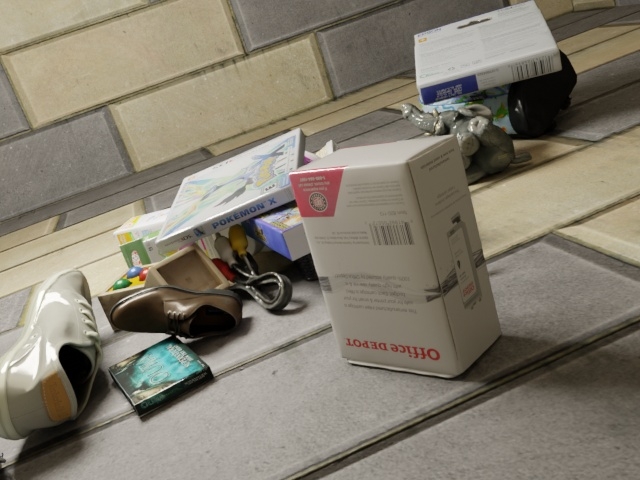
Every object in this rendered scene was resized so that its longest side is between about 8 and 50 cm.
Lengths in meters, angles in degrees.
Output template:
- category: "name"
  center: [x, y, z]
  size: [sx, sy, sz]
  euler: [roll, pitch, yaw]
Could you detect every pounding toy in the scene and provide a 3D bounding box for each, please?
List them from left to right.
- category: "pounding toy"
  center: [-0.323, 0.083, 1.485]
  size: [0.181, 0.094, 0.206]
  euler: [-12, 20, 19]
- category: "pounding toy"
  center: [-0.259, 0.077, 1.372]
  size: [0.130, 0.141, 0.100]
  euler: [-32, -16, -35]

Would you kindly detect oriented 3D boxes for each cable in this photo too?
- category: "cable"
  center: [-0.150, 0.069, 1.352]
  size: [0.139, 0.072, 0.287]
  euler: [-58, 31, 8]

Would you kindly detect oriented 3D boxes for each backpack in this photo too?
- category: "backpack"
  center: [0.433, -0.381, 1.886]
  size: [0.356, 0.273, 0.290]
  euler: [-15, 29, 54]

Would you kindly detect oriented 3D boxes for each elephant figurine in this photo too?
- category: "elephant figurine"
  center: [0.323, -0.247, 1.636]
  size: [0.169, 0.186, 0.239]
  euler: [-37, 35, 10]

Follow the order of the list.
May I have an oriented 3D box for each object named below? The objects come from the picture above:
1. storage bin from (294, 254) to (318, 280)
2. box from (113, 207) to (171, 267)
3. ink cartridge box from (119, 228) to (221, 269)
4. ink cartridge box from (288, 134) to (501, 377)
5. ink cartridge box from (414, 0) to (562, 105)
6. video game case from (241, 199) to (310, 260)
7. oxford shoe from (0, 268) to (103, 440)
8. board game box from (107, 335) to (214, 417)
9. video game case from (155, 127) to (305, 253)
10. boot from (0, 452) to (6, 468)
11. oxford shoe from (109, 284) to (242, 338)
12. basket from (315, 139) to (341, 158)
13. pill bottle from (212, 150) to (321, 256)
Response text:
- category: "storage bin"
  center: [0.000, 0.000, 1.422]
  size: [0.122, 0.084, 0.180]
  euler: [-21, 19, -6]
- category: "box"
  center: [-0.388, -0.009, 1.783]
  size: [0.203, 0.114, 0.103]
  euler: [-11, 21, 18]
- category: "ink cartridge box"
  center: [-0.340, 0.027, 1.641]
  size: [0.209, 0.108, 0.062]
  euler: [-22, 17, -10]
- category: "ink cartridge box"
  center: [0.098, 0.020, 0.949]
  size: [0.207, 0.282, 0.117]
  euler: [0, 22, 44]
- category: "ink cartridge box"
  center: [0.397, -0.465, 1.770]
  size: [0.324, 0.071, 0.330]
  euler: [-13, 33, 15]
- category: "video game case"
  center: [-0.005, -0.060, 1.366]
  size: [0.244, 0.061, 0.269]
  euler: [-24, 19, -17]
- category: "oxford shoe"
  center: [-0.432, 0.177, 1.227]
  size: [0.130, 0.169, 0.449]
  euler: [-12, 21, -2]
- category: "board game box"
  center: [-0.261, 0.212, 1.155]
  size: [0.126, 0.026, 0.186]
  euler: [-26, 19, -23]
- category: "video game case"
  center: [-0.174, -0.112, 1.483]
  size: [0.300, 0.036, 0.329]
  euler: [-22, 25, 11]
- category: "boot"
  center: [-0.471, 0.315, 0.995]
  size: [0.190, 0.069, 0.086]
  euler: [-5, 25, 40]
- category: "oxford shoe"
  center: [-0.247, 0.127, 1.230]
  size: [0.227, 0.082, 0.096]
  euler: [-4, 19, -6]
- category: "basket"
  center: [0.027, -0.169, 1.816]
  size: [0.103, 0.113, 0.167]
  euler: [-38, 15, 13]
- category: "pill bottle"
  center: [-0.105, -0.076, 1.613]
  size: [0.169, 0.169, 0.301]
  euler: [-4, 24, 38]
